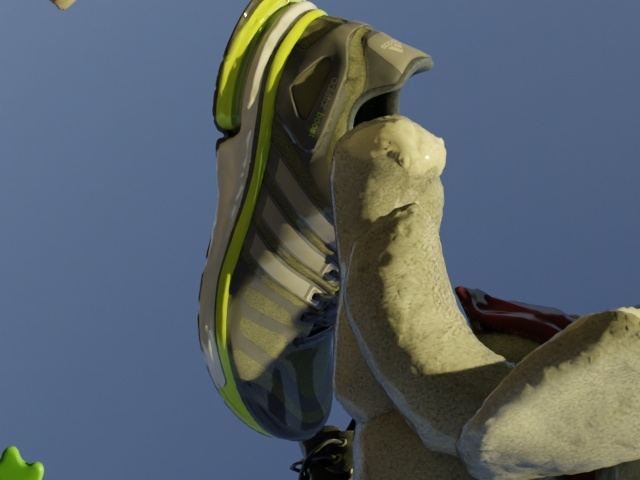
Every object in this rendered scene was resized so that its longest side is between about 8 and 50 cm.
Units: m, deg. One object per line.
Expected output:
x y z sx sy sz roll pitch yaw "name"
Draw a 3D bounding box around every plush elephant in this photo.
0.145 0.092 0.676 0.255 0.272 0.330 -16 -140 33 "plush elephant"

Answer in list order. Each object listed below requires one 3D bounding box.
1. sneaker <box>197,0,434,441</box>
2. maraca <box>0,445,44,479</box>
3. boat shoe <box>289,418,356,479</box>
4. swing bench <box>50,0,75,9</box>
0.000 0.000 0.868 0.121 0.300 0.111 15 -151 25 "sneaker"
-0.336 0.314 1.509 0.127 0.186 0.099 -10 -172 9 "maraca"
0.026 0.246 1.521 0.127 0.113 0.340 -40 177 39 "boat shoe"
-0.142 -0.266 0.633 0.253 0.254 0.165 -40 -109 21 "swing bench"
